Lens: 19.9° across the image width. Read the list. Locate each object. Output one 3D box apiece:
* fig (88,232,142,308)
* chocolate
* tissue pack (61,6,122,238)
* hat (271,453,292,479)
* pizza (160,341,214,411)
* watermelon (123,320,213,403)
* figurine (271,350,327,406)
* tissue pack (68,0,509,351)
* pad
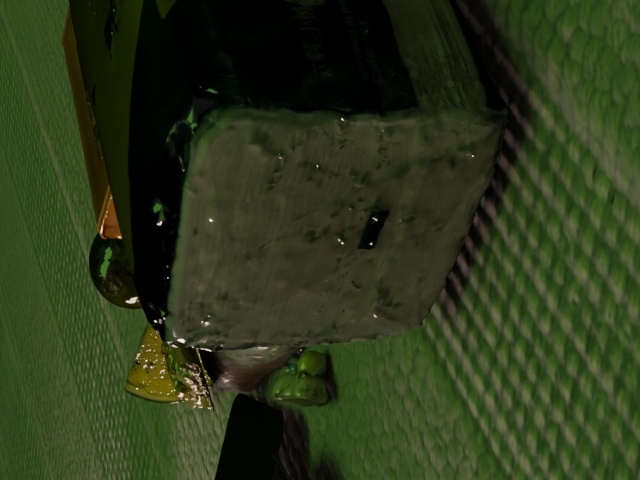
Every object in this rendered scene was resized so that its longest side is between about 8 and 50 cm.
[{"bbox_3d":[-0.227,0.016,2.203,0.177,0.117,0.117,-122,32,-72],"label":"fig"},{"bbox_3d":[-0.086,0.057,1.821,0.254,0.080,0.156,133,130,-65],"label":"chocolate"},{"bbox_3d":[-0.185,-0.160,1.983,0.194,0.145,0.274,112,150,-54],"label":"tissue pack"},{"bbox_3d":[-0.015,0.250,1.696,0.121,0.050,0.121,173,90,-80],"label":"hat"},{"bbox_3d":[-0.141,0.129,1.880,0.160,0.036,0.099,-128,20,-75],"label":"pizza"},{"bbox_3d":[-0.145,0.122,1.998,0.075,0.092,0.181,56,139,31],"label":"watermelon"},{"bbox_3d":[-0.017,0.127,1.700,0.083,0.047,0.050,163,113,-66],"label":"figurine"},{"bbox_3d":[-0.045,-0.156,1.418,0.264,0.253,0.416,108,153,-46],"label":"tissue pack"},{"bbox_3d":[-0.073,0.326,1.863,0.250,0.055,0.323,-176,81,-75],"label":"pad"}]
